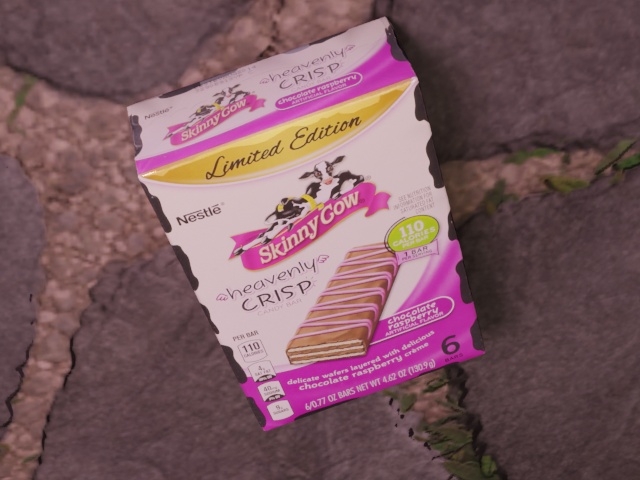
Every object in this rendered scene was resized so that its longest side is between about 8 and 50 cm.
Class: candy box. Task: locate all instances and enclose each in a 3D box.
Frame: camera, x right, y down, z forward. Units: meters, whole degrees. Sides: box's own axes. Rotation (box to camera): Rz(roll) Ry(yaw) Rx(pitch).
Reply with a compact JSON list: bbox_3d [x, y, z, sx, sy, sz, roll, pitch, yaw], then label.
[{"bbox_3d":[0.000,0.000,0.687,0.159,0.071,0.233,-20,132,1],"label":"candy box"}]
